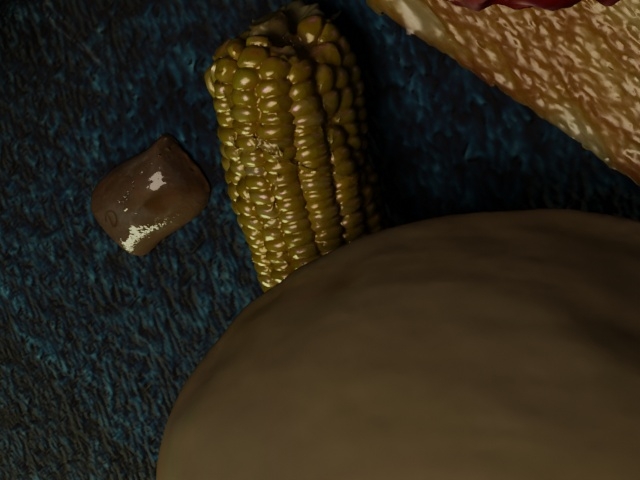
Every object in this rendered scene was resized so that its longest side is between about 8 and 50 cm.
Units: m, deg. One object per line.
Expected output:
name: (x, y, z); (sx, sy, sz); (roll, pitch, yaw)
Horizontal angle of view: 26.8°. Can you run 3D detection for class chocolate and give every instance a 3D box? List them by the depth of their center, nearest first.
chocolate: (-0.122, -0.026, 0.937); (0.101, 0.031, 0.064); (-29, 102, 39)

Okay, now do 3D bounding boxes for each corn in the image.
corn: (0.000, 0.000, 0.831); (0.101, 0.101, 0.291); (3, 120, 32)

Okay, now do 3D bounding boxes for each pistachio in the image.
pistachio: (0.129, 0.168, 0.706); (0.445, 0.281, 0.365); (8, 88, 15)

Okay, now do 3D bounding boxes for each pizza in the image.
pizza: (0.140, -0.131, 0.696); (0.262, 0.034, 0.181); (42, 131, 10)

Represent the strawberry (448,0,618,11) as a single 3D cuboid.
strawberry: (0.064, -0.224, 0.501); (0.292, 0.310, 0.291); (10, 113, 25)
